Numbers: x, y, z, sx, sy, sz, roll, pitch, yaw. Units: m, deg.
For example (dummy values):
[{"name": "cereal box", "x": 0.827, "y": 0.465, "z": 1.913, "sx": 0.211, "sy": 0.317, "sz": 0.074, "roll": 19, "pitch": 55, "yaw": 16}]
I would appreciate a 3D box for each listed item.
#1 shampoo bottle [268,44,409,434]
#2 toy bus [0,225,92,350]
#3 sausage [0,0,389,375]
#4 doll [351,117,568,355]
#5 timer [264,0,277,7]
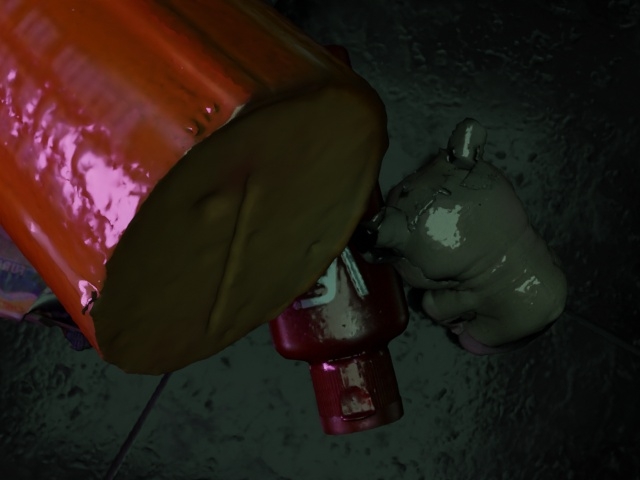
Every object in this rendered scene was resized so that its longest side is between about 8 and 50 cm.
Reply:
[{"name": "shampoo bottle", "x": 0.000, "y": -0.001, "z": 0.640, "sx": 0.118, "sy": 0.076, "sz": 0.314, "roll": -12, "pitch": 88, "yaw": -5}, {"name": "toy bus", "x": -0.247, "y": 0.017, "z": 0.628, "sx": 0.274, "sy": 0.090, "sz": 0.112, "roll": 18, "pitch": 80, "yaw": 0}, {"name": "sausage", "x": -0.128, "y": -0.088, "z": 0.523, "sx": 0.233, "sy": 0.233, "sz": 0.287, "roll": -44, "pitch": 65, "yaw": -3}, {"name": "doll", "x": 0.120, "y": 0.007, "z": 0.612, "sx": 0.192, "sy": 0.095, "sz": 0.149, "roll": 45, "pitch": 78, "yaw": -17}, {"name": "timer", "x": -0.076, "y": -0.327, "z": 0.596, "sx": 0.195, "sy": 0.194, "sz": 0.192, "roll": 34, "pitch": 87, "yaw": -1}]
